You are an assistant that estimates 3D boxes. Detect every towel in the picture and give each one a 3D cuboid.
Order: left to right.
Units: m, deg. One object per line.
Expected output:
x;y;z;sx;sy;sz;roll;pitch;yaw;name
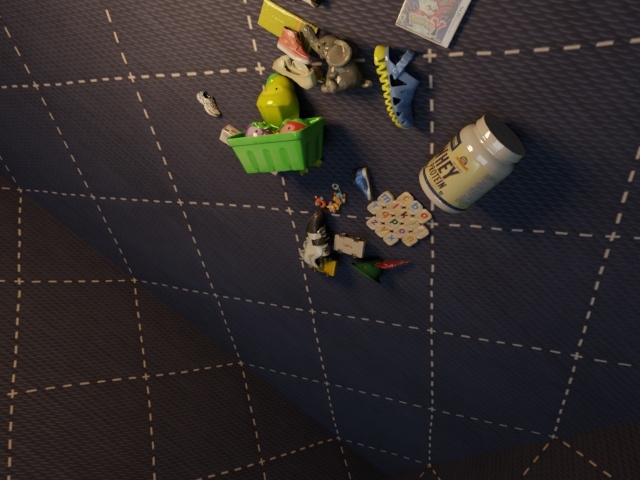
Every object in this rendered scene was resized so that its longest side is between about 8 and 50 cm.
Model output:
-0.125;-0.825;1.609;0.237;0.021;0.102;31;129;2;towel

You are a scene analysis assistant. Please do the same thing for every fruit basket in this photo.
-0.178;-0.481;1.700;0.393;0.283;0.391;14;123;22;fruit basket

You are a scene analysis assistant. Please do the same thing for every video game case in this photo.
0.379;-0.775;1.397;0.202;0.023;0.183;27;132;5;video game case

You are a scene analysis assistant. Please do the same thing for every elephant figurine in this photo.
0.061;-0.678;1.538;0.169;0.186;0.239;41;145;55;elephant figurine

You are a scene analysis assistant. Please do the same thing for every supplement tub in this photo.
0.555;-0.278;1.551;0.235;0.235;0.325;38;132;-5;supplement tub

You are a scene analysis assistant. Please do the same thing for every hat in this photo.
0.289;0.100;2.097;0.209;0.173;0.183;33;98;-8;hat

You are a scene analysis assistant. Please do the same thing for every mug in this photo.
-0.024;-0.653;1.660;0.078;0.064;0.062;-1;123;27;mug

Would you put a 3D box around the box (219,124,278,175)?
-0.322;-0.428;1.978;0.324;0.063;0.067;32;134;0;box

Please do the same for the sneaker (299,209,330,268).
0.000;0.000;2.082;0.146;0.123;0.330;34;134;25;sneaker

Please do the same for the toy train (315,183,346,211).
0.045;-0.191;1.993;0.125;0.046;0.166;42;132;-9;toy train

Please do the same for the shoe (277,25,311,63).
-0.092;-0.737;1.573;0.178;0.064;0.081;44;132;25;shoe

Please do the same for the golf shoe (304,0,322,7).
-0.082;-0.895;1.505;0.198;0.077;0.094;43;143;0;golf shoe

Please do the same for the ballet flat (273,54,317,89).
-0.105;-0.673;1.620;0.248;0.086;0.086;40;137;28;ballet flat

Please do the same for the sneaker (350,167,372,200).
0.181;-0.248;1.872;0.085;0.058;0.152;-5;118;22;sneaker

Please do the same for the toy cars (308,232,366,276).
0.094;0.074;2.141;0.394;0.087;0.176;-37;68;39;toy cars

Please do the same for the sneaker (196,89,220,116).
-0.510;-0.632;1.923;0.058;0.052;0.135;-34;106;35;sneaker

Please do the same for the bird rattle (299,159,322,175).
-0.105;-0.414;1.877;0.254;0.143;0.206;32;122;18;bird rattle

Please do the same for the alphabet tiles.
0.359;-0.098;1.928;0.284;0.021;0.278;42;132;-8;alphabet tiles

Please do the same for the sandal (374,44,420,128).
0.301;-0.566;1.534;0.138;0.126;0.317;-8;122;26;sandal
